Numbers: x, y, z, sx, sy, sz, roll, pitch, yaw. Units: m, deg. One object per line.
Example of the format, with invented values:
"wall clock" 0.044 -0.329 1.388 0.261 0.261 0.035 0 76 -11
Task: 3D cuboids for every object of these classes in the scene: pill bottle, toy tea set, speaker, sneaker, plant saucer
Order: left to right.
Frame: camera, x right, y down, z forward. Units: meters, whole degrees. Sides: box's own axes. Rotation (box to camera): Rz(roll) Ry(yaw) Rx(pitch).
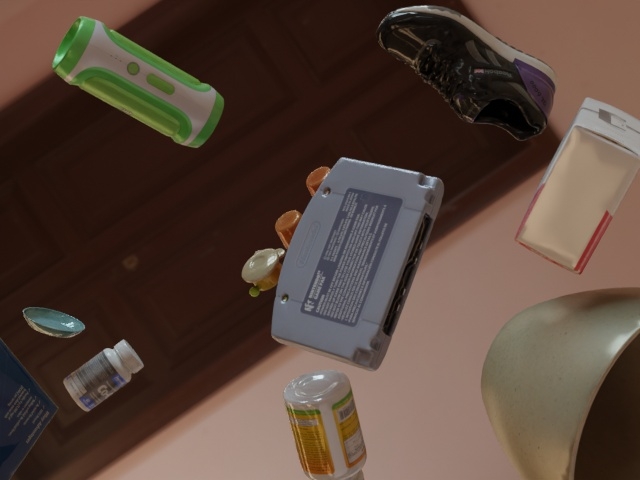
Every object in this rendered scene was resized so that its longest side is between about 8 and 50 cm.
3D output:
"plant saucer" -0.508 0.159 2.131 0.119 0.021 0.119 19 9 -3
"pill bottle" -0.408 0.253 2.121 0.078 0.137 0.078 53 -5 7
"speaker" -0.326 -0.282 2.025 0.296 0.131 0.131 28 9 -25
"toy tea set" 0.000 0.000 2.246 0.200 0.336 0.124 2 -40 45
"pill bottle" 0.016 0.395 2.238 0.136 0.136 0.246 -132 -153 -68
"sneaker" 0.210 -0.241 1.629 0.283 0.124 0.107 22 -39 -4

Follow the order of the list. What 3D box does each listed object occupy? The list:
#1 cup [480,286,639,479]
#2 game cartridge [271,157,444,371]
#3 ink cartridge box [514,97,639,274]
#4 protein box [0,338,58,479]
"cup" 0.337 0.192 1.373 0.237 0.331 0.331 25 -27 52
"game cartridge" 0.045 0.028 1.633 0.196 0.294 0.060 15 -13 29
"ink cartridge box" 0.317 -0.072 1.350 0.092 0.158 0.218 28 21 9
"protein box" -0.554 0.267 1.737 0.136 0.200 0.201 0 -46 34
